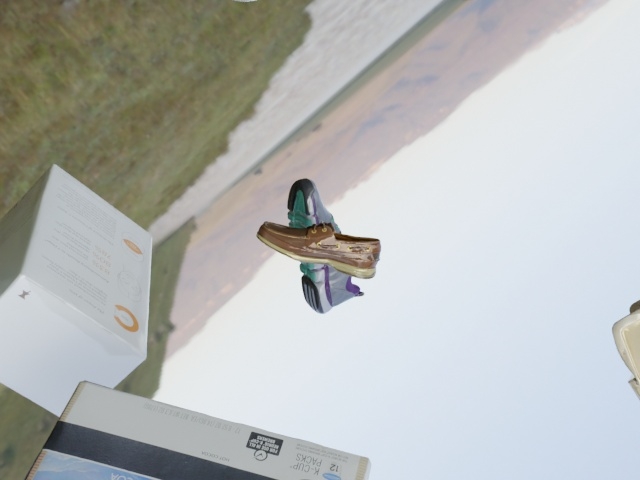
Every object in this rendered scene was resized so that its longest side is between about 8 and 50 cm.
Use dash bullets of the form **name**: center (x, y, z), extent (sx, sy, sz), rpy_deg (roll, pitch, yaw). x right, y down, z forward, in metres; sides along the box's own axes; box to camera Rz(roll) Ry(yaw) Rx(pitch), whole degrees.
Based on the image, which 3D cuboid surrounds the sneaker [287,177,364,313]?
- **sneaker**: center (0.012, 0.000, 1.351), extent (0.098, 0.224, 0.083), rpy_deg (-18, -153, -22)

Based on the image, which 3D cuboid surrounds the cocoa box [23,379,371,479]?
- **cocoa box**: center (-0.144, 0.346, 0.942), extent (0.228, 0.347, 0.231), rpy_deg (-70, 171, -46)

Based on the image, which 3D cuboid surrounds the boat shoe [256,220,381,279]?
- **boat shoe**: center (0.000, 0.000, 1.212), extent (0.064, 0.177, 0.060), rpy_deg (-93, -160, -72)

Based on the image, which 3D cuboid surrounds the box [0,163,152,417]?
- **box**: center (-0.396, 0.071, 1.330), extent (0.168, 0.215, 0.345), rpy_deg (-43, -153, 15)

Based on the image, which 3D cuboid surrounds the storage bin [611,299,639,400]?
- **storage bin**: center (0.474, 0.079, 0.991), extent (0.260, 0.123, 0.262), rpy_deg (-35, 168, 20)
